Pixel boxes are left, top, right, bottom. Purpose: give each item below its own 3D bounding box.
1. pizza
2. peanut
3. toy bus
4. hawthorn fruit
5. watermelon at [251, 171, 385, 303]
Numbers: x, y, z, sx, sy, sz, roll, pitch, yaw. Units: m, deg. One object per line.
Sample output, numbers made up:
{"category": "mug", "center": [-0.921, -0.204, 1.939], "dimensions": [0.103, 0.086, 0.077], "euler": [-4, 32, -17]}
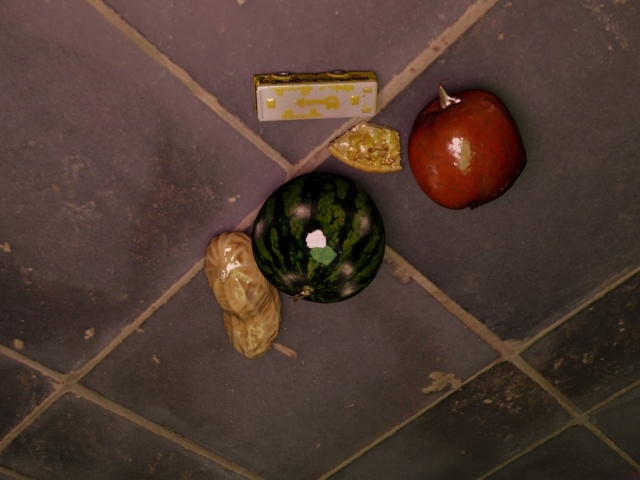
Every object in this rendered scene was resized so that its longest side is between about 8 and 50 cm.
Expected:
{"category": "pizza", "center": [0.099, -0.184, 1.226], "dimensions": [0.160, 0.035, 0.099], "euler": [13, 122, -16]}
{"category": "peanut", "center": [-0.162, 0.124, 1.336], "dimensions": [0.140, 0.153, 0.325], "euler": [-8, 118, 4]}
{"category": "toy bus", "center": [-0.009, -0.265, 1.133], "dimensions": [0.227, 0.074, 0.081], "euler": [-2, 125, -7]}
{"category": "hawthorn fruit", "center": [0.264, -0.181, 1.152], "dimensions": [0.215, 0.215, 0.249], "euler": [-22, 126, 8]}
{"category": "watermelon", "center": [0.001, -0.004, 1.214], "dimensions": [0.269, 0.269, 0.268], "euler": [-4, 125, -5]}
